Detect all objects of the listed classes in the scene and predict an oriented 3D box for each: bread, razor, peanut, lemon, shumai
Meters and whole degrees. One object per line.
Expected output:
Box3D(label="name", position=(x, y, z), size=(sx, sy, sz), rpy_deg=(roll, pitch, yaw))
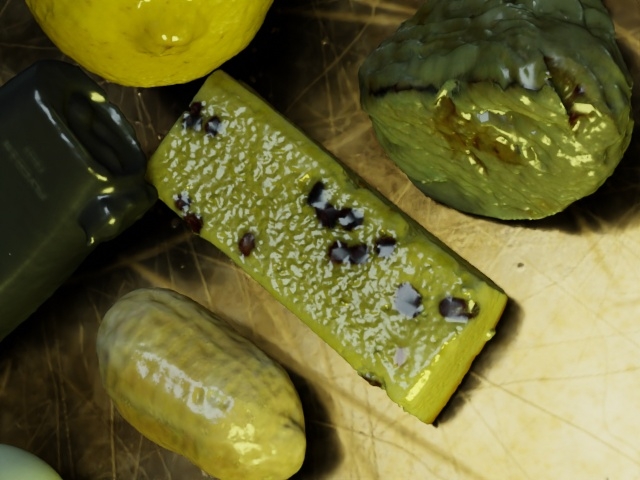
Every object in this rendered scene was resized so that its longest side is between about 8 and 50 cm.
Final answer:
Box3D(label="bread", position=(0.000, 0.000, 1.611), size=(0.361, 0.077, 0.138), rpy_deg=(40, 94, 25))
Box3D(label="razor", position=(-0.307, -0.020, 1.674), size=(0.327, 0.107, 0.189), rpy_deg=(-36, 93, 28))
Box3D(label="peanut", position=(-0.107, 0.135, 1.596), size=(0.224, 0.129, 0.129), rpy_deg=(38, 92, 23))
Box3D(label="lemon", position=(-0.160, -0.278, 1.648), size=(0.253, 0.253, 0.310), rpy_deg=(-31, 39, 12))
Box3D(label="shumai", position=(0.170, -0.153, 1.552), size=(0.256, 0.189, 0.218), rpy_deg=(2, 59, 38))

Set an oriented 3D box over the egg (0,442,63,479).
Box3D(label="egg", position=(-0.337, 0.289, 1.614), size=(0.264, 0.183, 0.183), rpy_deg=(-34, 67, 17))
